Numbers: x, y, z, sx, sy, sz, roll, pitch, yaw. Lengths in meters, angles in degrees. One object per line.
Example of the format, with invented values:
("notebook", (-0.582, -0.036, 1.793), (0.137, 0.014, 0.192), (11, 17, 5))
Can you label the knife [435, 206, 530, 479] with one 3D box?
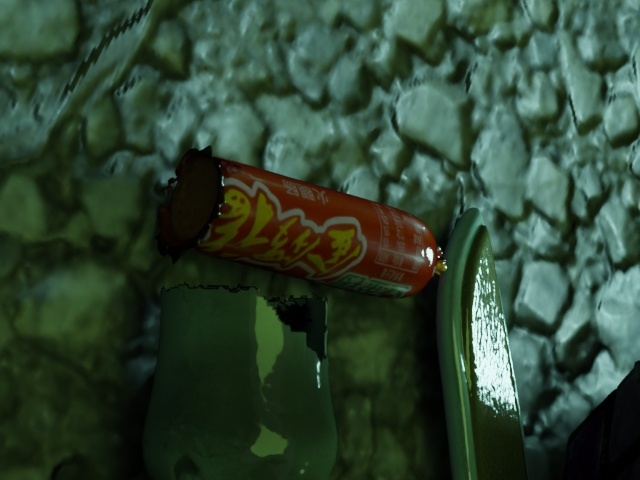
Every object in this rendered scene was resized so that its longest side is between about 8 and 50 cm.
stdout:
("knife", (0.080, 0.155, 0.849), (0.061, 0.027, 0.343), (-2, 85, -56))

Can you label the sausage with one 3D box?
("sausage", (0.000, 0.000, 0.790), (0.145, 0.048, 0.050), (15, 82, -38))

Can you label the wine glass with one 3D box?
("wine glass", (-0.033, 0.115, 0.731), (0.079, 0.079, 0.196), (5, 84, -38))

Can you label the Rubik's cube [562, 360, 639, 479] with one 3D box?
("Rubik's cube", (0.254, 0.159, 0.822), (0.264, 0.319, 0.319), (-26, 105, -72))
